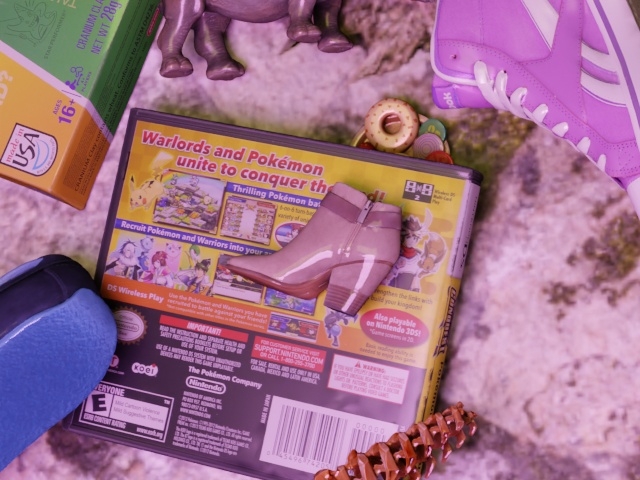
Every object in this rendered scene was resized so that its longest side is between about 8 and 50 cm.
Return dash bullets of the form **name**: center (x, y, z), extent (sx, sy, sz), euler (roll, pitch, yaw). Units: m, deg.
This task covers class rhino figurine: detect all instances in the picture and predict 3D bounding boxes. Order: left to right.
- **rhino figurine**: center (-0.010, -0.195, 1.449), extent (0.243, 0.073, 0.106), euler (-13, 77, 13)

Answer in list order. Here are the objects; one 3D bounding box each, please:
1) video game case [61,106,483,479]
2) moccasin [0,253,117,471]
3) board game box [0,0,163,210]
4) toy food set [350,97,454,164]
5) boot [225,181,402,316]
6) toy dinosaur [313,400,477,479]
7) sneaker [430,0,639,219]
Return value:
- **video game case**: center (-0.038, 0.047, 1.412), extent (0.275, 0.035, 0.248), euler (11, 88, 20)
- **moccasin**: center (-0.294, 0.138, 1.438), extent (0.342, 0.137, 0.117), euler (-31, 34, 4)
- **board game box**: center (-0.287, -0.188, 1.540), extent (0.316, 0.064, 0.242), euler (19, 85, 21)
- **toy food set**: center (0.058, -0.058, 1.424), extent (0.082, 0.020, 0.083), euler (34, 90, 21)
- **boot**: center (0.000, 0.000, 1.366), extent (0.118, 0.042, 0.087), euler (19, 84, 19)
- **toy dinosaur**: center (-0.005, 0.252, 1.307), extent (0.218, 0.164, 0.322), euler (42, 122, 35)
- **sneaker**: center (0.168, -0.093, 1.361), extent (0.161, 0.102, 0.282), euler (-26, 61, 15)
